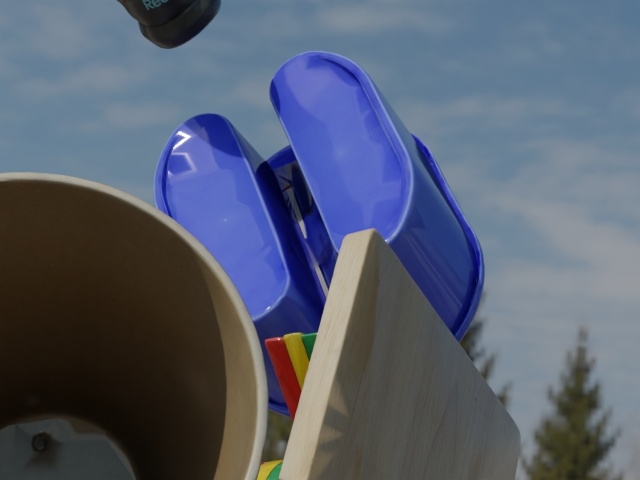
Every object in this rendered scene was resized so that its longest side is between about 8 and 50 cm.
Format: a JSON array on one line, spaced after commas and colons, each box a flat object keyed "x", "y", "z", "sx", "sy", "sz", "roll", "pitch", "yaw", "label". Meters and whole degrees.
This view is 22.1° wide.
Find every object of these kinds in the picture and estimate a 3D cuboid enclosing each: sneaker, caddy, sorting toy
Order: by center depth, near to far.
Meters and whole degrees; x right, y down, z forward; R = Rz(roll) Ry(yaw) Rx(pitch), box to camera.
[{"x": 0.033, "y": 0.172, "z": 1.143, "sx": 0.089, "sy": 0.257, "sz": 0.255, "roll": -11, "pitch": -46, "yaw": 30, "label": "sorting toy"}, {"x": 0.000, "y": 0.000, "z": 1.433, "sx": 0.241, "sy": 0.341, "sz": 0.179, "roll": -30, "pitch": -47, "yaw": 8, "label": "caddy"}, {"x": -0.168, "y": -0.269, "z": 1.473, "sx": 0.106, "sy": 0.101, "sz": 0.267, "roll": 47, "pitch": 1, "yaw": -36, "label": "sneaker"}]

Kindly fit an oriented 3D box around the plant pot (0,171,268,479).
[{"x": -0.165, "y": 0.130, "z": 0.960, "sx": 0.257, "sy": 0.256, "sz": 0.274, "roll": 8, "pitch": -21, "yaw": -2, "label": "plant pot"}]
